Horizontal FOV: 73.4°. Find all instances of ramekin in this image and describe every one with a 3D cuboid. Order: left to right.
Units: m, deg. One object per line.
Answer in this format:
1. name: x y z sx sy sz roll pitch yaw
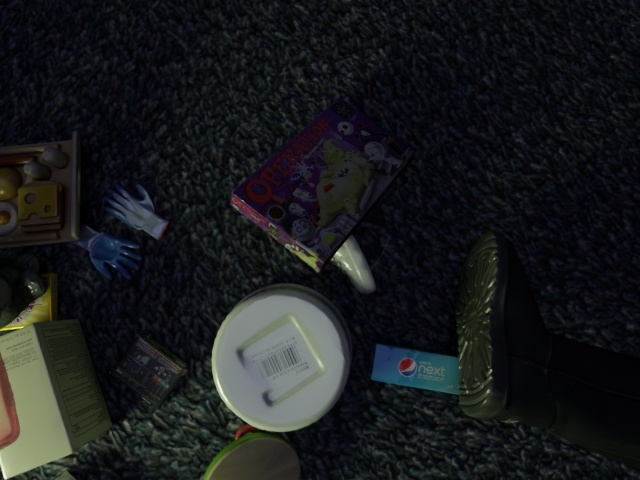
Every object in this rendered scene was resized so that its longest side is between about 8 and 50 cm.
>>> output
1. ramekin: -0.071 0.217 0.815 0.276 0.135 0.278 0 82 -1

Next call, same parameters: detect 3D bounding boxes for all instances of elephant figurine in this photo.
1. elephant figurine: -0.620 0.067 0.742 0.169 0.239 0.186 -24 79 -7

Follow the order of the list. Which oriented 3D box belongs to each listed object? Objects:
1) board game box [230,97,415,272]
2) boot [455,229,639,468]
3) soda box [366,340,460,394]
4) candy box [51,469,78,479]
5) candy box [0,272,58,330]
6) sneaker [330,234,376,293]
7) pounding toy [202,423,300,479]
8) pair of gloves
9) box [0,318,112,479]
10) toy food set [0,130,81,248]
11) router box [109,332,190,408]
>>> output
1. board game box: 0.018 -0.125 0.836 0.208 0.056 0.347 34 59 10
2. boot: 0.492 0.205 0.818 0.444 0.146 0.367 17 63 -5
3. soda box: 0.203 0.253 0.851 0.209 0.067 0.071 10 82 -1
4. candy box: -0.469 0.565 0.791 0.196 0.070 0.165 38 83 3
5. candy box: -0.639 0.130 0.866 0.205 0.027 0.105 -7 83 -2
6. sneaker: 0.000 0.000 0.869 0.123 0.106 0.290 -32 73 -3
7. pounding toy: -0.129 0.446 0.814 0.182 0.110 0.237 -35 114 -16
8. pair of gloves: -0.413 -0.023 0.896 0.159 0.023 0.198 33 84 3
9. box: -0.506 0.276 0.789 0.126 0.148 0.233 -21 83 -4
10. toy food set: -0.631 -0.100 0.858 0.305 0.092 0.220 -5 81 2
11. router box: -0.337 0.256 0.852 0.122 0.038 0.092 35 83 3
